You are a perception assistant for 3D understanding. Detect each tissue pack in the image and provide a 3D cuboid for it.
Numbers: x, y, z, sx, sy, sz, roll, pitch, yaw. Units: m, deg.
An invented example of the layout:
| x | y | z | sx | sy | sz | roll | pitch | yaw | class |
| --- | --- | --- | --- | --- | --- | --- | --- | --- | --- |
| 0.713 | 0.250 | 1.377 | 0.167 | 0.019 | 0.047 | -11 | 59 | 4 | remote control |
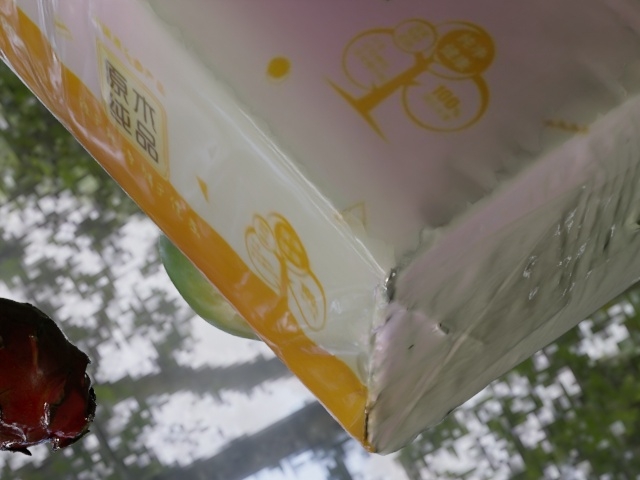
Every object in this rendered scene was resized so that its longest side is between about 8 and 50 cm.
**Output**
| x | y | z | sx | sy | sz | roll | pitch | yaw | class |
| --- | --- | --- | --- | --- | --- | --- | --- | --- | --- |
| 0.015 | -0.078 | 0.523 | 0.225 | 0.185 | 0.124 | 46 | 154 | 27 | tissue pack |

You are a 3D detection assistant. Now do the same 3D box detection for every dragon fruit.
| x | y | z | sx | sy | sz | roll | pitch | yaw | class |
| --- | --- | --- | --- | --- | --- | --- | --- | --- | --- |
| -0.287 | 0.077 | 1.408 | 0.246 | 0.125 | 0.125 | 57 | 167 | -13 | dragon fruit |

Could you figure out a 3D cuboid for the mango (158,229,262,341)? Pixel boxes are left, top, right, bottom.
| x | y | z | sx | sy | sz | roll | pitch | yaw | class |
| --- | --- | --- | --- | --- | --- | --- | --- | --- | --- |
| 0.002 | 0.001 | 0.845 | 0.191 | 0.122 | 0.085 | -12 | -64 | -51 | mango |
